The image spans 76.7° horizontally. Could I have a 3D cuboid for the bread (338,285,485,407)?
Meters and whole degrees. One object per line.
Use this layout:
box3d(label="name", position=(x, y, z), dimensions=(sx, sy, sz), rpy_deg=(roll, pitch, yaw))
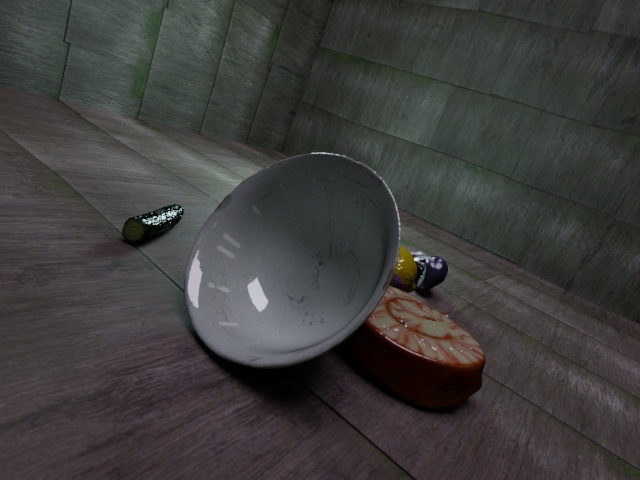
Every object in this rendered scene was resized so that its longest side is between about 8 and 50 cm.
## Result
box3d(label="bread", position=(0.186, 0.216, 0.883), dimensions=(0.295, 0.114, 0.327), rpy_deg=(4, 24, -47))

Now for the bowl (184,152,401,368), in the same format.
box3d(label="bowl", position=(-0.032, 0.055, 0.802), dimensions=(0.434, 0.435, 0.196), rpy_deg=(33, -11, 37))

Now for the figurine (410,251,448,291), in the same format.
box3d(label="figurine", position=(0.379, 0.109, 1.464), dimensions=(0.145, 0.146, 0.222), rpy_deg=(19, 14, -9))

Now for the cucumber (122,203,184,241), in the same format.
box3d(label="cucumber", position=(-0.425, -0.055, 1.083), dimensions=(0.067, 0.068, 0.293), rpy_deg=(21, 14, -1))

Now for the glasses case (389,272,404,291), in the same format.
box3d(label="glasses case", position=(0.099, 0.094, 1.032), dimensions=(0.316, 0.123, 0.076), rpy_deg=(34, 25, -39))

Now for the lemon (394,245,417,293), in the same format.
box3d(label="lemon", position=(0.193, 0.088, 1.215), dimensions=(0.193, 0.180, 0.180), rpy_deg=(59, 26, 11))
